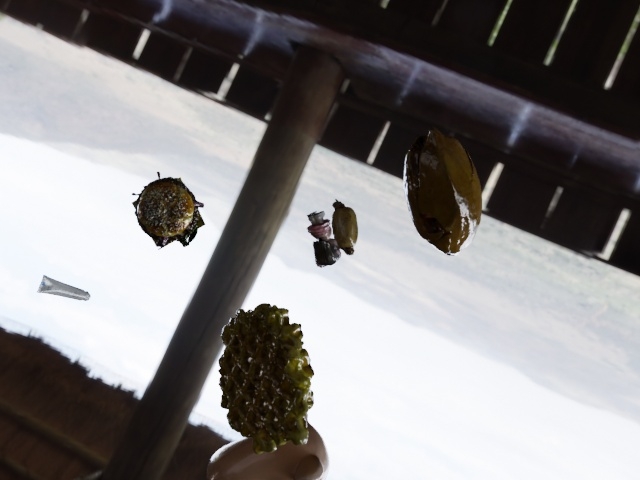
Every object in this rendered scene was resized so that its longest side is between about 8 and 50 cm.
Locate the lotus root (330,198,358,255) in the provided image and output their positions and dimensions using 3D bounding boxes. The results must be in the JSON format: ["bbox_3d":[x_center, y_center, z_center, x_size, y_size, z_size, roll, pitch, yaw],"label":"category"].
[{"bbox_3d":[0.057,-0.037,1.882,0.063,0.151,0.072,4,152,-36],"label":"lotus root"}]

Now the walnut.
[{"bbox_3d":[0.219,-0.085,1.366,0.137,0.245,0.137,-9,-163,3],"label":"walnut"}]

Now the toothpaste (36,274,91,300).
[{"bbox_3d":[-0.669,0.131,2.007,0.031,0.048,0.190,16,172,25],"label":"toothpaste"}]

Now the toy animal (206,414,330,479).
[{"bbox_3d":[-0.093,0.458,1.477,0.213,0.256,0.195,56,-171,-42],"label":"toy animal"}]

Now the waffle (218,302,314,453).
[{"bbox_3d":[-0.098,0.224,1.238,0.059,0.243,0.238,-1,173,-41],"label":"waffle"}]

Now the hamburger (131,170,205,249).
[{"bbox_3d":[-0.377,-0.070,1.902,0.189,0.164,0.093,50,174,-3],"label":"hamburger"}]

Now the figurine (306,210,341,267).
[{"bbox_3d":[0.000,0.000,1.707,0.072,0.129,0.054,-12,-165,32],"label":"figurine"}]
